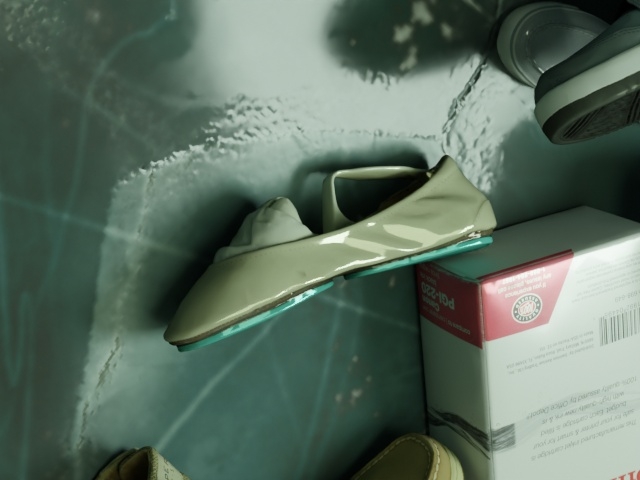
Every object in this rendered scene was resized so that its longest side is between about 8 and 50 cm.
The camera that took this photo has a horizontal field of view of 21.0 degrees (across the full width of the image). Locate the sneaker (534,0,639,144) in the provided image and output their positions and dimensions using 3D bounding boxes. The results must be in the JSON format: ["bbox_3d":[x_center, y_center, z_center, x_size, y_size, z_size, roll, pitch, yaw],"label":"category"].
[{"bbox_3d":[0.228,-0.198,1.119,0.295,0.124,0.178,-30,80,-17],"label":"sneaker"}]

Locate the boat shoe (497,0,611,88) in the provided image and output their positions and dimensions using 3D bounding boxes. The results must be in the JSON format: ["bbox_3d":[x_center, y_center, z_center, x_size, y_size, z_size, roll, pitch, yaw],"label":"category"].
[{"bbox_3d":[0.207,-0.116,1.218,0.184,0.063,0.066,25,91,-33],"label":"boat shoe"}]

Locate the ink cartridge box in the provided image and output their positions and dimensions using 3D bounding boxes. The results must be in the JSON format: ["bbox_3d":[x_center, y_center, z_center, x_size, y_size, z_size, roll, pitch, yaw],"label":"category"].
[{"bbox_3d":[0.161,0.101,1.240,0.159,0.092,0.217,-15,110,-26],"label":"ink cartridge box"}]

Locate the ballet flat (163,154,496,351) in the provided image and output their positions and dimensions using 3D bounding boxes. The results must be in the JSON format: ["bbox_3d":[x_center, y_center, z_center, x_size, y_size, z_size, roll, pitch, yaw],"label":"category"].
[{"bbox_3d":[0.000,0.000,1.134,0.248,0.086,0.086,-19,113,-26],"label":"ballet flat"}]

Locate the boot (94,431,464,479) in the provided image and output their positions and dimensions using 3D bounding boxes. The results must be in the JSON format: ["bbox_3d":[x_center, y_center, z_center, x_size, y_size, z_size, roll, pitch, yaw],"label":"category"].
[{"bbox_3d":[-0.042,0.191,1.151,0.262,0.095,0.203,-45,120,-6],"label":"boot"}]
